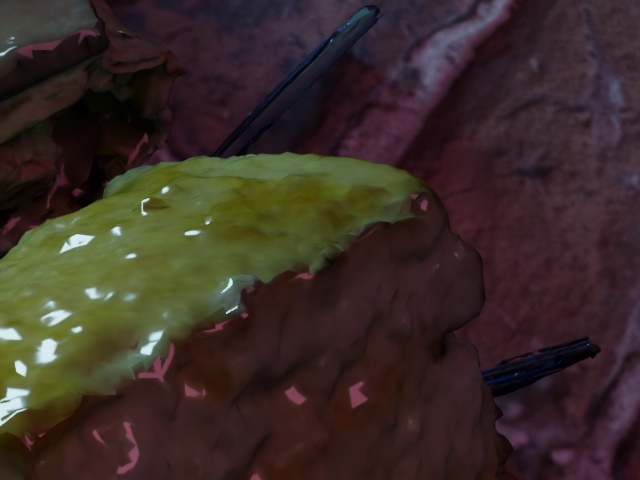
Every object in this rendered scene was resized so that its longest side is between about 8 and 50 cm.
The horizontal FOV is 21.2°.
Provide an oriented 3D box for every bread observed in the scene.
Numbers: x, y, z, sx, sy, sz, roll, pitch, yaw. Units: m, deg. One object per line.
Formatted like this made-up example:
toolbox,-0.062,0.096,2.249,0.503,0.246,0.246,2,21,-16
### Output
bread,-0.069,0.169,0.733,0.239,0.264,0.395,-38,123,-42

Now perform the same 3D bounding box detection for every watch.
watch,-0.011,-0.008,0.966,0.275,0.068,0.276,-18,65,-34

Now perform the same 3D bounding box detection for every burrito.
burrito,-0.221,-0.137,0.930,0.190,0.135,0.332,-32,56,-6
